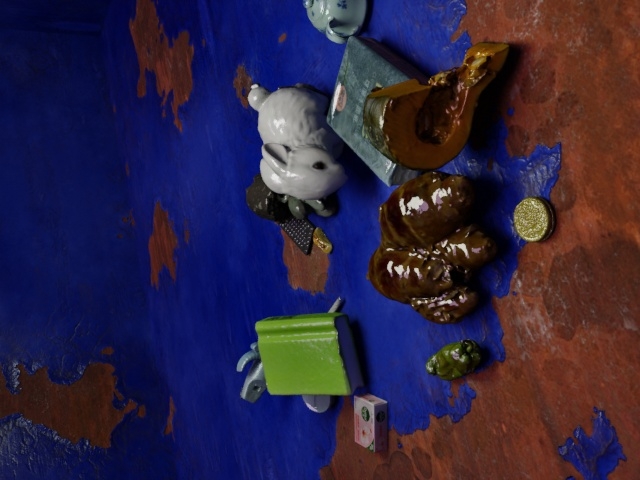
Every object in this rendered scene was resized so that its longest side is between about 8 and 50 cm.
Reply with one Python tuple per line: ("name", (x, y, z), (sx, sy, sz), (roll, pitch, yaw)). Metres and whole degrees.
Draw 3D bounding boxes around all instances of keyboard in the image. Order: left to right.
("keyboard", (-0.099, -0.071, 2.070), (0.310, 0.018, 0.101), (48, 132, 46))

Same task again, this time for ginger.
("ginger", (0.221, 0.009, 1.409), (0.274, 0.152, 0.358), (48, 135, 46))

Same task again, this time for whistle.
("whistle", (-0.153, 0.359, 2.077), (0.093, 0.180, 0.269), (12, 73, 56))

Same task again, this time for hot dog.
("hot dog", (0.000, 0.000, 1.897), (0.090, 0.034, 0.030), (57, 138, 40))

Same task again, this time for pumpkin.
("pumpkin", (0.199, -0.273, 1.305), (0.281, 0.190, 0.139), (-65, 17, 13))

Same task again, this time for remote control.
("remote control", (-0.004, 0.351, 1.905), (0.104, 0.052, 0.248), (13, 109, 35))

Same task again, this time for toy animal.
("toy animal", (-0.058, -0.238, 1.729), (0.357, 0.257, 0.194), (-97, 22, -48))

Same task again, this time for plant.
("plant", (-0.072, -0.121, 1.900), (0.274, 0.146, 0.149), (3, 71, 47))

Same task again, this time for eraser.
("eraser", (-0.031, 0.297, 1.824), (0.274, 0.092, 0.210), (-11, 92, 37))

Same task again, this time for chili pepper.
("chili pepper", (0.285, 0.239, 1.414), (0.072, 0.073, 0.204), (58, 155, 10))

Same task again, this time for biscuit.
("biscuit", (0.384, -0.038, 1.253), (0.084, 0.023, 0.084), (13, 105, 58))

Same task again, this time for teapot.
("teapot", (0.025, -0.561, 1.672), (0.159, 0.158, 0.232), (-52, 51, 49))

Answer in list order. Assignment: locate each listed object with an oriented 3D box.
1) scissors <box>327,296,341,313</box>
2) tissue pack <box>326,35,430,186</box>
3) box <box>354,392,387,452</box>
("scissors", (0.019, 0.217, 1.904), (0.110, 0.021, 0.212), (58, 140, 27))
("tissue pack", (0.141, -0.293, 1.553), (0.316, 0.103, 0.228), (52, 136, 44))
("box", (0.125, 0.452, 1.735), (0.089, 0.043, 0.125), (6, 100, 59))
